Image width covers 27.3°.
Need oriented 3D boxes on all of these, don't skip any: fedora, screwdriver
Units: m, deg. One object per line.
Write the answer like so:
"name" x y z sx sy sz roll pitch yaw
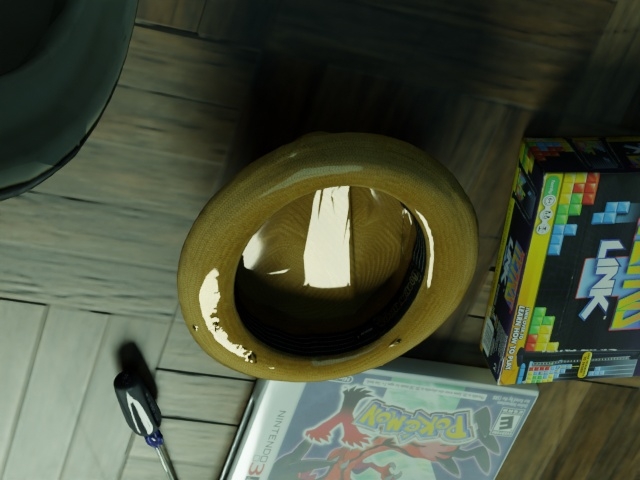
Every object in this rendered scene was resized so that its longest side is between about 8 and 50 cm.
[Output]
"fedora" 0.000 0.000 0.793 0.194 0.079 0.194 -8 132 -9
"screwdriver" -0.110 0.148 0.912 0.024 0.025 0.170 -17 135 -2

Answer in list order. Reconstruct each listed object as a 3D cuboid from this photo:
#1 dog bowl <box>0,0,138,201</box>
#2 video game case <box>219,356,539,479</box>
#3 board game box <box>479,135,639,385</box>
"dog bowl" -0.205 -0.203 0.424 0.150 0.408 0.408 -8 128 14
"video game case" 0.034 0.160 0.947 0.201 0.023 0.183 9 122 -20
"board game box" 0.190 0.015 0.870 0.141 0.048 0.170 -2 125 -11
